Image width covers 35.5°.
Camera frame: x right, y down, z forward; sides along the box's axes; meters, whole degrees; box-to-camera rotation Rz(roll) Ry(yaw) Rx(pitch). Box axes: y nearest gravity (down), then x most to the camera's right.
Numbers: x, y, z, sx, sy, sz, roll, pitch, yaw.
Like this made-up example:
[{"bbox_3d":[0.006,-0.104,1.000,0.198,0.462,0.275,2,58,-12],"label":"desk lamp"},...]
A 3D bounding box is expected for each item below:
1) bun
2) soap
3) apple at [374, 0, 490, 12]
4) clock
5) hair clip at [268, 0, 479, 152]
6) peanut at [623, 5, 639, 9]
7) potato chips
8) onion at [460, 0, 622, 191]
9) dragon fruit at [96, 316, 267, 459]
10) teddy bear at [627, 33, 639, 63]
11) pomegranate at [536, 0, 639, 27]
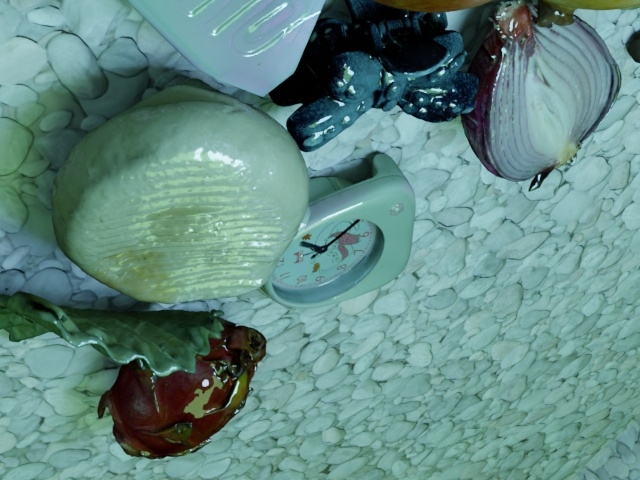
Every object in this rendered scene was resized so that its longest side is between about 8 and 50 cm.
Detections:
[{"bbox_3d":[-0.194,-0.078,1.392,0.365,0.219,0.365,-9,142,-7],"label":"bun"},{"bbox_3d":[-0.126,-0.333,1.222,0.208,0.115,0.347,-36,144,9],"label":"soap"},{"bbox_3d":[0.102,-0.415,1.123,0.277,0.319,0.319,-6,145,11],"label":"apple"},{"bbox_3d":[0.000,0.000,1.710,0.324,0.108,0.265,-17,143,-16],"label":"clock"},{"bbox_3d":[0.080,-0.250,1.426,0.310,0.194,0.206,-15,153,-22],"label":"hair clip"},{"bbox_3d":[0.479,-0.469,1.478,0.125,0.111,0.274,-37,147,-24],"label":"peanut"},{"bbox_3d":[-0.331,0.130,1.500,0.373,0.389,0.097,8,87,-36],"label":"potato chips"},{"bbox_3d":[0.309,-0.271,1.567,0.267,0.159,0.348,-37,131,-9],"label":"onion"},{"bbox_3d":[-0.242,0.251,1.745,0.250,0.250,0.315,10,148,-41],"label":"dragon fruit"},{"bbox_3d":[0.616,-0.354,1.735,0.160,0.078,0.119,-34,147,3],"label":"teddy bear"},{"bbox_3d":[0.354,-0.437,1.294,0.307,0.307,0.307,-19,142,-15],"label":"pomegranate"}]
